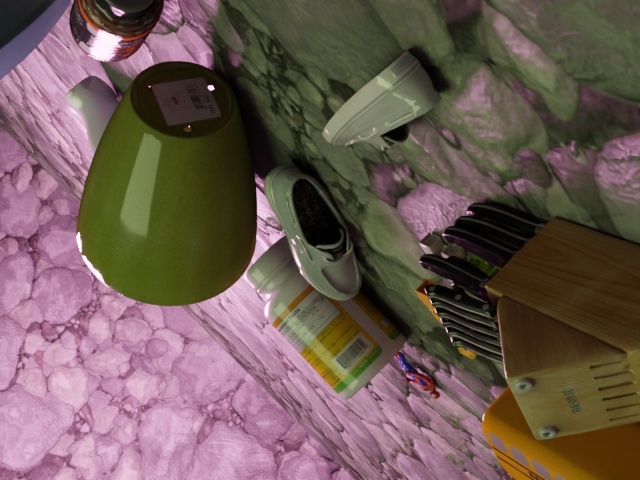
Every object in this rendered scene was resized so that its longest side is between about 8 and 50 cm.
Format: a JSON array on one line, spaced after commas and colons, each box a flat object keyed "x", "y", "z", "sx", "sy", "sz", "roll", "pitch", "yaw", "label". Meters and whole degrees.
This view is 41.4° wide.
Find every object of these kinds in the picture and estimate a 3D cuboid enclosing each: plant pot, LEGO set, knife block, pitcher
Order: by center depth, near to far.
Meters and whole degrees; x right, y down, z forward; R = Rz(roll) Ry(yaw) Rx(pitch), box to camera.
[{"x": 0.225, "y": 0.039, "z": 0.727, "sx": 0.275, "sy": 0.242, "sz": 0.088, "roll": -16, "pitch": 129, "yaw": 20, "label": "knife block"}, {"x": 0.179, "y": 0.082, "z": 0.895, "sx": 0.227, "sy": 0.087, "sz": 0.093, "roll": 28, "pitch": 154, "yaw": 50, "label": "LEGO set"}, {"x": -0.204, "y": -0.100, "z": 1.189, "sx": 0.275, "sy": 0.274, "sz": 0.293, "roll": 42, "pitch": 146, "yaw": 16, "label": "plant pot"}, {"x": -0.511, "y": -0.363, "z": 1.318, "sx": 0.165, "sy": 0.234, "sz": 0.165, "roll": 50, "pitch": 162, "yaw": -8, "label": "plant pot"}, {"x": -0.368, "y": -0.190, "z": 1.594, "sx": 0.207, "sy": 0.125, "sz": 0.178, "roll": 52, "pitch": -173, "yaw": 22, "label": "pitcher"}]

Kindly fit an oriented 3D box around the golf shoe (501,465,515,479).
[{"x": 0.329, "y": 0.382, "z": 1.248, "sx": 0.198, "sy": 0.077, "sz": 0.094, "roll": 60, "pitch": 171, "yaw": -18, "label": "golf shoe"}]

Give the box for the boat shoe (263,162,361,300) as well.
[{"x": 0.001, "y": -0.001, "z": 1.152, "sx": 0.081, "sy": 0.079, "sz": 0.227, "roll": 27, "pitch": 151, "yaw": 59, "label": "boat shoe"}]

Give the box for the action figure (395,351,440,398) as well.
[{"x": 0.148, "y": 0.215, "z": 1.371, "sx": 0.115, "sy": 0.030, "sz": 0.038, "roll": 39, "pitch": 156, "yaw": 21, "label": "action figure"}]

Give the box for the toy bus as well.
[{"x": 0.332, "y": 0.260, "z": 0.886, "sx": 0.332, "sy": 0.108, "sz": 0.130, "roll": 25, "pitch": 151, "yaw": 52, "label": "toy bus"}]

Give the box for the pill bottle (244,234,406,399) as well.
[{"x": 0.001, "y": 0.111, "z": 1.303, "sx": 0.246, "sy": 0.136, "sz": 0.136, "roll": 46, "pitch": 163, "yaw": 5, "label": "pill bottle"}]

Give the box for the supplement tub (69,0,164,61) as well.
[{"x": -0.259, "y": -0.297, "z": 1.076, "sx": 0.106, "sy": 0.106, "sz": 0.198, "roll": 51, "pitch": 163, "yaw": -12, "label": "supplement tub"}]

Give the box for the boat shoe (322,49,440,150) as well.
[{"x": 0.058, "y": -0.116, "z": 0.798, "sx": 0.063, "sy": 0.066, "sz": 0.184, "roll": 49, "pitch": 153, "yaw": -3, "label": "boat shoe"}]
